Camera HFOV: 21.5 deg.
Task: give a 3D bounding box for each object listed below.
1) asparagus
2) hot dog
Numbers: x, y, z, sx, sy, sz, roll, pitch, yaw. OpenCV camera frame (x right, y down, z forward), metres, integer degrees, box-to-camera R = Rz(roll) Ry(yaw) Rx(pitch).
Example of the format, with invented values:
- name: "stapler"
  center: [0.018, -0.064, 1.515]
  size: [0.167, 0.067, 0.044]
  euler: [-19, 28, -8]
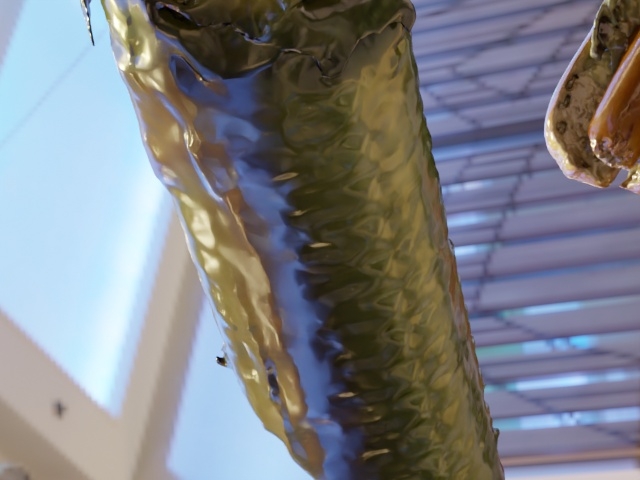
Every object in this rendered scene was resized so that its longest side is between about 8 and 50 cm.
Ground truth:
- name: "asparagus"
  center: [0.000, 0.000, 0.735]
  size: [0.108, 0.128, 0.382]
  euler: [-86, -15, -47]
- name: "hot dog"
  center: [0.256, -0.170, 1.066]
  size: [0.337, 0.135, 0.100]
  euler: [-54, -56, -20]
